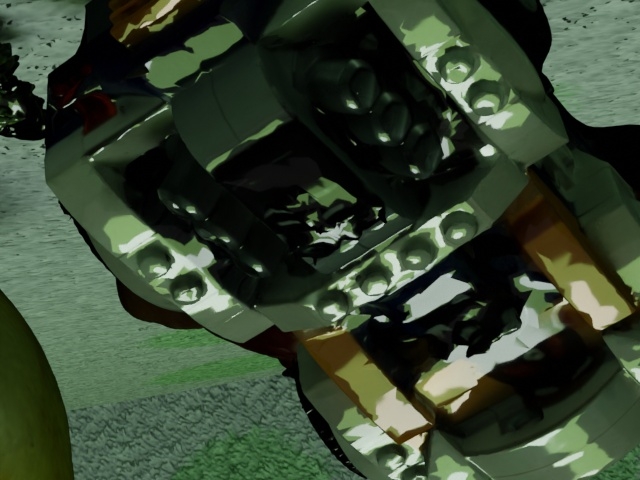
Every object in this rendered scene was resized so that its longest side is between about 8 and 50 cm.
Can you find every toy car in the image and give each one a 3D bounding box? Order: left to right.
[{"bbox_3d":[0.028,-0.005,0.674,0.193,0.118,0.301,-31,133,19],"label":"toy car"}]

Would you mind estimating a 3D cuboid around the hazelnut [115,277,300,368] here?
[{"bbox_3d":[-0.001,-0.001,0.868,0.202,0.160,0.170,-16,172,-4],"label":"hazelnut"}]

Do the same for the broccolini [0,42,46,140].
[{"bbox_3d":[-0.173,-0.033,0.774,0.123,0.062,0.271,5,164,-3],"label":"broccolini"}]

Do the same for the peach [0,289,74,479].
[{"bbox_3d":[-0.274,0.130,0.974,0.281,0.314,0.315,-42,149,-12],"label":"peach"}]
